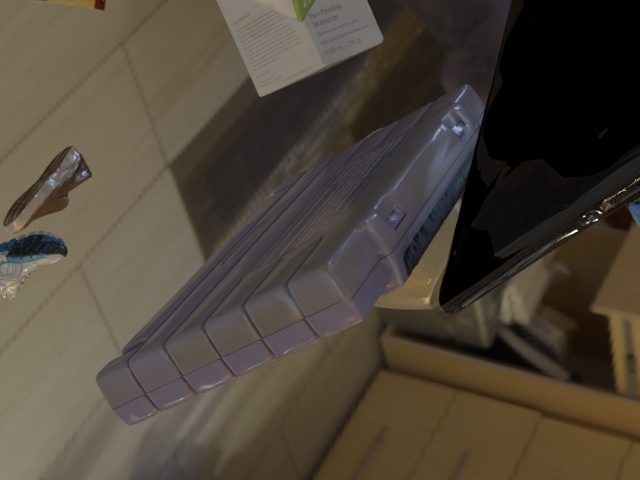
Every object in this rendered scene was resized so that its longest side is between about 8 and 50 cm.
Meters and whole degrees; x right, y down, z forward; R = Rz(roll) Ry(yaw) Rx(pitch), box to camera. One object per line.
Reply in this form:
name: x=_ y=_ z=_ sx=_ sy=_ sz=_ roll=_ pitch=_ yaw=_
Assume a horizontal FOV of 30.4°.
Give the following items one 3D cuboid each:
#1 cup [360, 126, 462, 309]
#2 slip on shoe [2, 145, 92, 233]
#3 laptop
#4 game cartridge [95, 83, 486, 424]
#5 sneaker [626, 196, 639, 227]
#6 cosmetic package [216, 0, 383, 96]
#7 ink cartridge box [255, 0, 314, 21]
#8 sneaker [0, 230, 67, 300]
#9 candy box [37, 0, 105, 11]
cup: x=0.145 y=-0.006 z=2.139 sx=0.331 sy=0.237 sz=0.331 roll=-50 pitch=160 yaw=-26
slip on shoe: x=-0.283 y=-0.046 z=1.236 sx=0.041 sy=0.051 sz=0.135 roll=51 pitch=34 yaw=-21
laptop: x=0.316 y=-0.126 z=0.765 sx=0.236 sy=0.408 sz=0.382 roll=32 pitch=50 yaw=-16
game cartridge: x=0.000 y=0.000 z=0.917 sx=0.068 sy=0.230 sz=0.355 roll=60 pitch=32 yaw=-13
sneaker: x=0.462 y=-0.042 z=1.459 sx=0.188 sy=0.078 sz=0.067 roll=1 pitch=121 yaw=-22
cosmetic package: x=-0.034 y=-0.338 z=1.757 sx=0.151 sy=0.151 sz=0.184 roll=-31 pitch=99 yaw=-44
ink cartridge box: x=0.007 y=-0.424 z=1.162 sx=0.354 sy=0.119 sz=0.207 roll=-60 pitch=167 yaw=-11
sneaker: x=-0.443 y=0.043 z=1.702 sx=0.071 sy=0.190 sz=0.083 roll=-68 pitch=142 yaw=-58
candy box: x=-0.348 y=-0.373 z=1.597 sx=0.053 sy=0.186 sz=0.109 roll=5 pitch=99 yaw=-41
